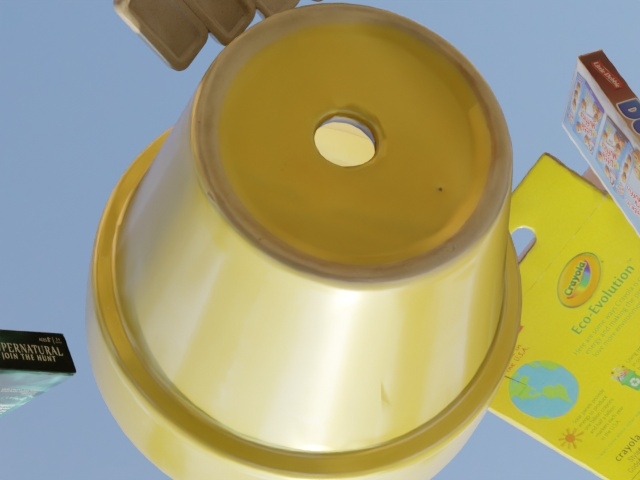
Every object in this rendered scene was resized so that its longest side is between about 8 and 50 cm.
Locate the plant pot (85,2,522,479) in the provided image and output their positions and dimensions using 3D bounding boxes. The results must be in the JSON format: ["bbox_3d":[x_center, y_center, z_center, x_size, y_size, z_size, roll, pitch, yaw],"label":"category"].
[{"bbox_3d":[0.000,0.000,0.938,0.254,0.239,0.254,4,-118,-7],"label":"plant pot"}]

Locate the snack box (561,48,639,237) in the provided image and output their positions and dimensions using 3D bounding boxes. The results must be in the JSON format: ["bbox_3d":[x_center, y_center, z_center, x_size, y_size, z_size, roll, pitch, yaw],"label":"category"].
[{"bbox_3d":[0.203,-0.035,1.049,0.022,0.064,0.178,-17,-126,-16],"label":"snack box"}]

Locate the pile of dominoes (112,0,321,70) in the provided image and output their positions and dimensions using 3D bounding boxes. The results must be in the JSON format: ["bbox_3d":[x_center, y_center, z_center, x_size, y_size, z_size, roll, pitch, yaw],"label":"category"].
[{"bbox_3d":[-0.036,-0.216,0.906,0.251,0.040,0.196,-32,-56,-28],"label":"pile of dominoes"}]

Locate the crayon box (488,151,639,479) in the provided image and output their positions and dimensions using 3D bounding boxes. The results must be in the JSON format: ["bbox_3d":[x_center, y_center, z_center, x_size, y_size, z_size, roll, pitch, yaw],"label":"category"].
[{"bbox_3d":[0.240,0.073,1.244,0.318,0.202,0.081,32,-153,-9],"label":"crayon box"}]

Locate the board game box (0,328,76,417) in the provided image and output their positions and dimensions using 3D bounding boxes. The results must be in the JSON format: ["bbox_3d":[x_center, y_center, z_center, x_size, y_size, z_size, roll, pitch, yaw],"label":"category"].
[{"bbox_3d":[-0.227,0.079,0.844,0.186,0.126,0.026,12,-128,-60],"label":"board game box"}]
